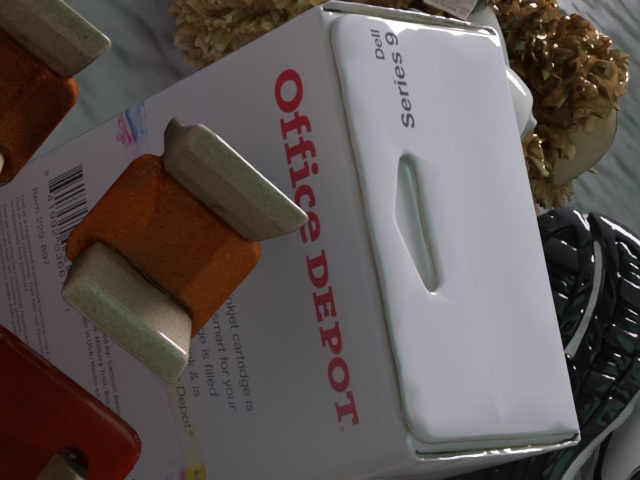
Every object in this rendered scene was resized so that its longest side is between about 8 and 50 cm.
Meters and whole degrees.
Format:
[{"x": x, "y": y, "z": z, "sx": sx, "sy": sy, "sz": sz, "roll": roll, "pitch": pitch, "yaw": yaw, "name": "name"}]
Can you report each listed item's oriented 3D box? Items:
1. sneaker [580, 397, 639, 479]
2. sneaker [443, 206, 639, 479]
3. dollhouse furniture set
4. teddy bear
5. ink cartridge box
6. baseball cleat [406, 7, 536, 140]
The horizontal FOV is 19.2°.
[{"x": 0.198, "y": 0.098, "z": 0.938, "sx": 0.122, "sy": 0.146, "sz": 0.330, "roll": 49, "pitch": 20, "yaw": 18, "name": "sneaker"}, {"x": 0.055, "y": 0.112, "z": 0.806, "sx": 0.100, "sy": 0.108, "sz": 0.271, "roll": 37, "pitch": 67, "yaw": 6, "name": "sneaker"}, {"x": -0.177, "y": 0.016, "z": 0.577, "sx": 0.259, "sy": 0.135, "sz": 0.262, "roll": 40, "pitch": 90, "yaw": -11, "name": "dollhouse furniture set"}, {"x": 0.026, "y": -0.132, "z": 0.881, "sx": 0.338, "sy": 0.113, "sz": 0.245, "roll": 44, "pitch": 60, "yaw": -28, "name": "teddy bear"}, {"x": -0.024, "y": 0.024, "z": 0.690, "sx": 0.093, "sy": 0.212, "sz": 0.154, "roll": 0, "pitch": 73, "yaw": -42, "name": "ink cartridge box"}, {"x": 0.000, "y": 0.000, "z": 0.784, "sx": 0.109, "sy": 0.072, "sz": 0.206, "roll": 34, "pitch": 86, "yaw": -15, "name": "baseball cleat"}]
